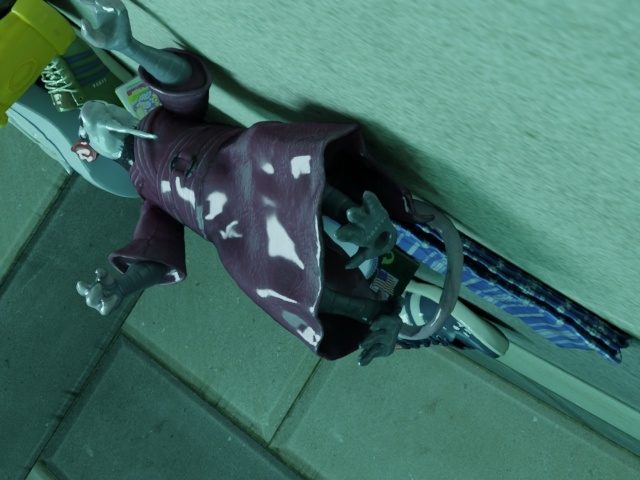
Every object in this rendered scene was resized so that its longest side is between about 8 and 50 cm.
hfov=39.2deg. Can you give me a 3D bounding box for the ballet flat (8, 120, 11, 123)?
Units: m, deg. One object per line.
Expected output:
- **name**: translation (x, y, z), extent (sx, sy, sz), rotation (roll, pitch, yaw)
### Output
- **ballet flat**: translation (-0.474, -0.280, 1.373), extent (0.139, 0.139, 0.400), rotation (32, 172, -2)

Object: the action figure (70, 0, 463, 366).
- **action figure**: translation (-0.075, -0.061, 0.783), extent (0.370, 0.248, 0.275), rotation (28, -158, 34)

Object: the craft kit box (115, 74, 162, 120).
- **craft kit box**: translation (-0.149, -0.072, 1.104), extent (0.250, 0.061, 0.246), rotation (57, 178, -2)

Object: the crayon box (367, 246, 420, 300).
- **crayon box**: translation (0.000, 0.000, 1.351), extent (0.202, 0.081, 0.318), rotation (33, 175, -15)

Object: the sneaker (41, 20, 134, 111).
- **sneaker**: translation (-0.296, -0.195, 1.064), extent (0.064, 0.086, 0.192), rotation (8, 166, 29)

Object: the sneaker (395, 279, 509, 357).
- **sneaker**: translation (0.149, 0.142, 1.476), extent (0.131, 0.148, 0.350), rotation (35, 175, -42)

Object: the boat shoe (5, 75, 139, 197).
- **boat shoe**: translation (-0.363, -0.185, 1.196), extent (0.156, 0.136, 0.367), rotation (24, 171, 40)

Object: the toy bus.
- **toy bus**: translation (-0.397, -0.206, 0.909), extent (0.220, 0.211, 0.149), rotation (33, 178, 3)

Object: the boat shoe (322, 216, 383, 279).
- **boat shoe**: translation (-0.013, -0.035, 1.118), extent (0.228, 0.080, 0.076), rotation (35, -160, 15)

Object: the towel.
- **towel**: translation (0.141, 0.030, 0.946), extent (0.336, 0.040, 0.243), rotation (31, 177, 3)
